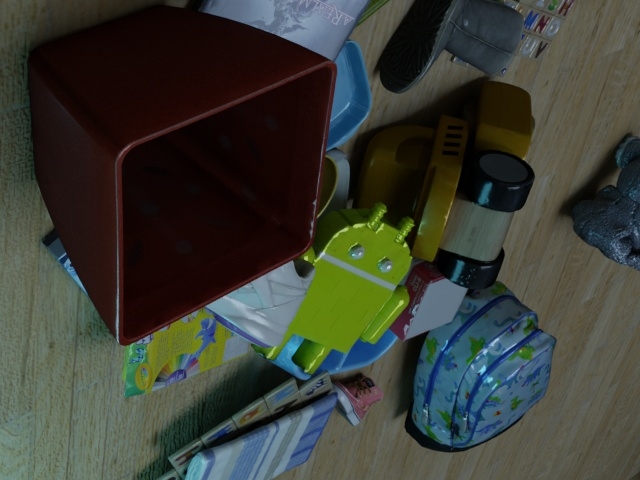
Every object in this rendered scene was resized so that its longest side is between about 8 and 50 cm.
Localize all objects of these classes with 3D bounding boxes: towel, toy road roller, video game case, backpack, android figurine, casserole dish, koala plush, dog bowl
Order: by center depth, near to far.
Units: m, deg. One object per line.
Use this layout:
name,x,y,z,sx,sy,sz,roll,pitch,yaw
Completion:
video game case,-0.006,-0.333,1.387,0.196,0.026,0.274,20,109,-37
casserole dish,0.010,-0.196,1.610,0.114,0.037,0.188,-41,149,-14
android figurine,0.025,0.064,1.697,0.248,0.056,0.273,28,105,-43
toy road roller,0.185,-0.104,1.833,0.329,0.240,0.202,-72,177,-53
dog bowl,0.031,0.144,1.984,0.297,0.074,0.166,-5,129,-49
towel,-0.109,0.355,1.989,0.285,0.034,0.209,-21,149,-36
backpack,0.311,0.238,2.314,0.290,0.273,0.356,-26,131,-22
koala plush,0.618,-0.078,2.385,0.203,0.196,0.221,10,121,-45

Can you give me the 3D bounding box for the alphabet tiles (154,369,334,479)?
alphabet tiles,-0.123,0.334,1.984,0.342,0.011,0.285,-32,156,-10

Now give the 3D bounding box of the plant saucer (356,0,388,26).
plant saucer,0.065,-0.353,1.496,0.188,0.045,0.188,-41,149,-14

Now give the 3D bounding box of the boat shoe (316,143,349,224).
boat shoe,0.000,0.000,1.751,0.113,0.103,0.302,-22,140,-35

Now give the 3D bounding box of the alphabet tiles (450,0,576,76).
alphabet tiles,0.311,-0.342,1.861,0.237,0.009,0.198,3,122,-53

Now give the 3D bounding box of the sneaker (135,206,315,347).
sneaker,-0.122,0.015,1.500,0.152,0.114,0.305,-54,136,-2

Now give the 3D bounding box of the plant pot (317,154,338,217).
plant pot,-0.058,-0.081,1.595,0.134,0.095,0.134,-33,146,-26

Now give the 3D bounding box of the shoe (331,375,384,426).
shoe,0.061,0.273,2.183,0.081,0.063,0.178,-45,155,-9

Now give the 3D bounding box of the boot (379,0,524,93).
boot,0.191,-0.272,1.727,0.190,0.076,0.208,-56,152,12

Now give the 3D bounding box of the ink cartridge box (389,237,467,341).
ink cartridge box,0.129,0.043,1.893,0.128,0.176,0.127,-18,139,-43

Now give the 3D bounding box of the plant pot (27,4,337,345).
plant pot,-0.170,-0.099,1.293,0.267,0.236,0.267,-27,142,-32

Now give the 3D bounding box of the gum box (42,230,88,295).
gum box,-0.240,0.006,1.511,0.157,0.041,0.184,-42,148,-11

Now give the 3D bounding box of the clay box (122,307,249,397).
clay box,-0.181,0.117,1.603,0.222,0.053,0.127,-16,123,-47
